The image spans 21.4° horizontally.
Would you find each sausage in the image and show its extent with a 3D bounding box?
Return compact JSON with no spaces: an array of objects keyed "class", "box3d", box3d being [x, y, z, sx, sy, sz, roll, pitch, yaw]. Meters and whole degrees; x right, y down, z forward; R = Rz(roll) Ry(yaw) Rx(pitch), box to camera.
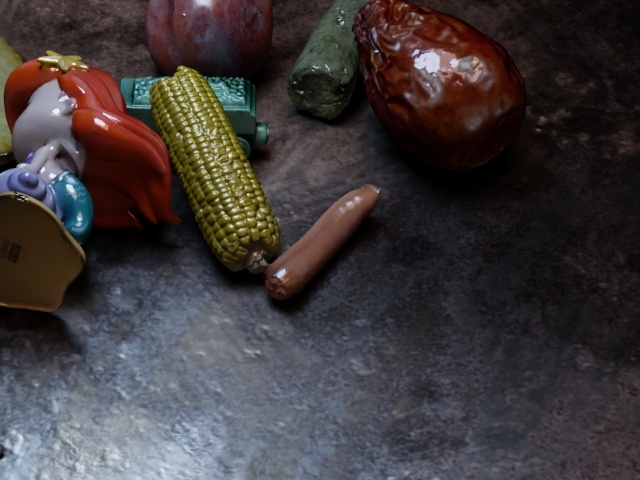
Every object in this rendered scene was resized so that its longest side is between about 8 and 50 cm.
[{"class":"sausage","box3d":[0.001,0.001,1.753,0.040,0.047,0.177,36,52,11]}]

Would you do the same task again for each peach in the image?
[{"class":"peach","box3d":[-0.129,-0.237,1.957,0.152,0.152,0.152,1,43,-1]}]

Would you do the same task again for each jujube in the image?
[{"class":"jujube","box3d":[0.122,-0.183,1.866,0.168,0.168,0.236,-22,54,-24]}]

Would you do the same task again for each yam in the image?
[{"class":"yam","box3d":[0.020,-0.217,1.971,0.078,0.078,0.179,14,41,12]}]

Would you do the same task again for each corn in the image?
[{"class":"corn","box3d":[-0.111,-0.072,1.757,0.080,0.080,0.238,-21,75,-23]}]

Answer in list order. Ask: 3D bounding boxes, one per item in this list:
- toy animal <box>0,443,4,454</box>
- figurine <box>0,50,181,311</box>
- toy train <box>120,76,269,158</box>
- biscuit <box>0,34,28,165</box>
[{"class":"toy animal","box3d":[-0.454,0.067,1.541,0.205,0.081,0.367,-23,87,-21]},{"class":"figurine","box3d":[-0.256,-0.065,1.730,0.208,0.181,0.257,-1,44,24]},{"class":"toy train","box3d":[-0.142,-0.135,1.857,0.172,0.099,0.070,0,43,-3]},{"class":"biscuit","box3d":[-0.401,-0.163,1.930,0.172,0.029,0.254,-25,49,-27]}]
